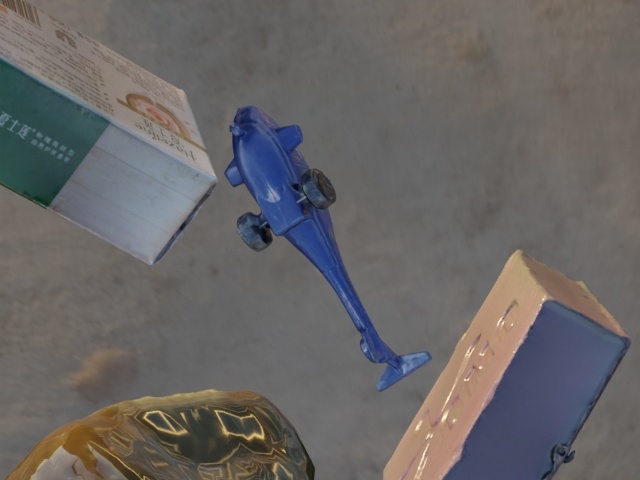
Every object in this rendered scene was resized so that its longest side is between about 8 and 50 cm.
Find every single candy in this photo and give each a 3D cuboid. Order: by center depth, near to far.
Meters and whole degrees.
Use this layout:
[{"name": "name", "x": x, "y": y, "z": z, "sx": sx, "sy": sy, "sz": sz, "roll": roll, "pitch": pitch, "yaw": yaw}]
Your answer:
[{"name": "candy", "x": -0.095, "y": 0.159, "z": 1.121, "sx": 0.104, "sy": 0.234, "sz": 0.102, "roll": -47, "pitch": 65, "yaw": 22}]

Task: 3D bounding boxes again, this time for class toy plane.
[{"name": "toy plane", "x": 0.000, "y": 0.000, "z": 0.944, "sx": 0.054, "sy": 0.062, "sz": 0.167, "roll": -33, "pitch": 80, "yaw": 22}]

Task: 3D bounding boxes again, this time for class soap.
[{"name": "soap", "x": 0.179, "y": 0.172, "z": 1.791, "sx": 0.107, "sy": 0.285, "sz": 0.296, "roll": 30, "pitch": 96, "yaw": -4}]

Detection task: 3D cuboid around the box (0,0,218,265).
[{"name": "box", "x": -0.172, "y": -0.084, "z": 1.147, "sx": 0.199, "sy": 0.135, "sz": 0.081, "roll": 28, "pitch": 109, "yaw": -27}]
